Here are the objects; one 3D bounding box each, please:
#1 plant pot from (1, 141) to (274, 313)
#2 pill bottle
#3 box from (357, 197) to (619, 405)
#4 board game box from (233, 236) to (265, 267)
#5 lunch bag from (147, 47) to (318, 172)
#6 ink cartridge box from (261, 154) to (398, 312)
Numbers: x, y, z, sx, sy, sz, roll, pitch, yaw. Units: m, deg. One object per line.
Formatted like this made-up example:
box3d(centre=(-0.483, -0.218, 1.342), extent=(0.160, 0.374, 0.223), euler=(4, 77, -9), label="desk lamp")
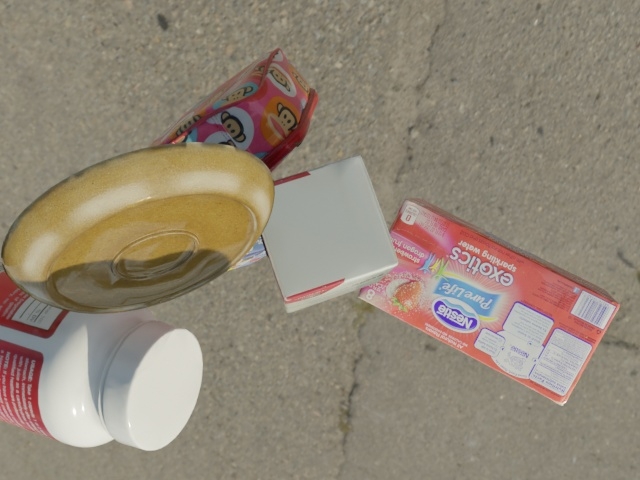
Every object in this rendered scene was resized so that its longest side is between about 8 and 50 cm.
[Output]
box3d(centre=(-0.144, 0.003, 0.641), extent=(0.032, 0.236, 0.236), euler=(64, 149, 23), label="plant pot")
box3d(centre=(-0.391, 0.170, 1.118), extent=(0.407, 0.229, 0.229), euler=(11, 137, 24), label="pill bottle")
box3d(centre=(0.222, 0.073, 1.018), extent=(0.300, 0.142, 0.154), euler=(27, 99, 11), label="box")
box3d(centre=(-0.166, 0.029, 1.172), extent=(0.136, 0.201, 0.035), euler=(-28, 80, 54), label="board game box")
box3d(centre=(-0.144, -0.135, 1.027), extent=(0.293, 0.258, 0.120), euler=(-33, 112, 22), label="lunch bag")
box3d(centre=(0.000, 0.000, 0.857), extent=(0.176, 0.128, 0.127), euler=(103, 149, -79), label="ink cartridge box")
